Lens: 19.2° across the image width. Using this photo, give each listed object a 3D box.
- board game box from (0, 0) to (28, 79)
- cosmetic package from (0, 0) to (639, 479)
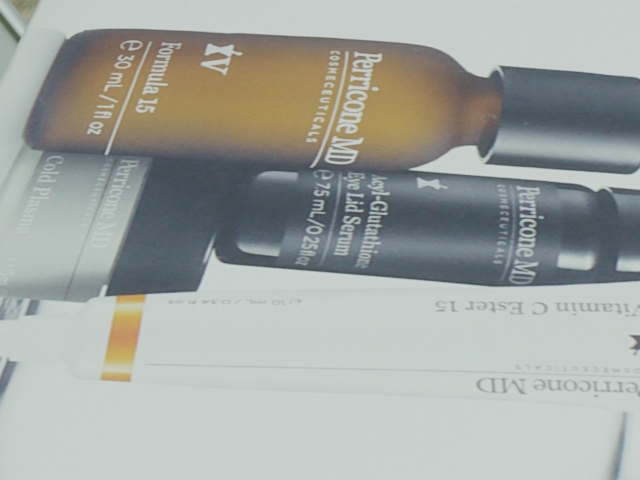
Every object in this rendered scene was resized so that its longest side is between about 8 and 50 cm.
[{"bbox_3d":[-0.138,0.151,0.623,0.390,0.050,0.390,-52,56,17],"label":"board game box"},{"bbox_3d":[0.063,-0.001,0.468,0.284,0.097,0.377,6,41,6],"label":"cosmetic package"}]
